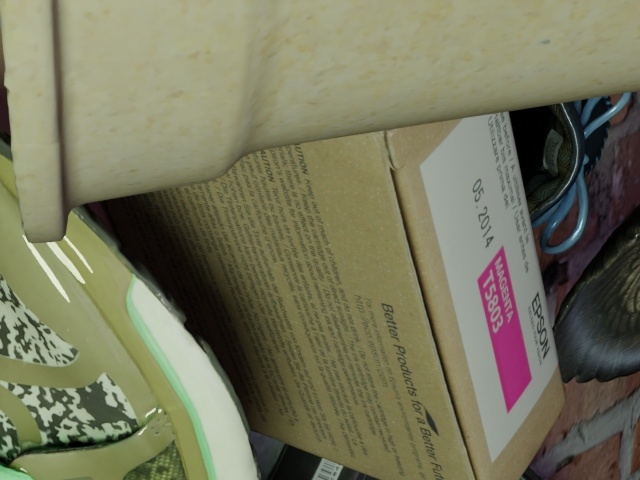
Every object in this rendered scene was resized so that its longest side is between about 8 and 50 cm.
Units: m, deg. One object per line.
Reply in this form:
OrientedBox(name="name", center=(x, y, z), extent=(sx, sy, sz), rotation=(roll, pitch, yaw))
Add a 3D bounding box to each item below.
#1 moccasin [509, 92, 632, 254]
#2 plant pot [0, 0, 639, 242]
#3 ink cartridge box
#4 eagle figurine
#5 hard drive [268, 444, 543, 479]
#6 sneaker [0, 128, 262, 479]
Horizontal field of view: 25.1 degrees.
OrientedBox(name="moccasin", center=(0.104, -0.045, 0.859), extent=(0.342, 0.117, 0.137), rotation=(-18, 116, -52))
OrientedBox(name="plant pot", center=(0.056, -0.171, 0.455), extent=(0.306, 0.334, 0.333), rotation=(-2, 109, -9))
OrientedBox(name="ink cartridge box", center=(0.000, 0.000, 0.673), extent=(0.088, 0.193, 0.234), rotation=(-48, 137, -34))
OrientedBox(name="eagle figurine", center=(0.246, -0.031, 0.892), extent=(0.226, 0.298, 0.225), rotation=(-21, 92, -27))
OrientedBox(name="hard drive", center=(0.058, 0.234, 0.949), extent=(0.339, 0.064, 0.237), rotation=(44, 67, -50))
OrientedBox(name="sneaker", center=(-0.126, 0.139, 0.617), extent=(0.182, 0.158, 0.410), rotation=(-28, 121, -25))
